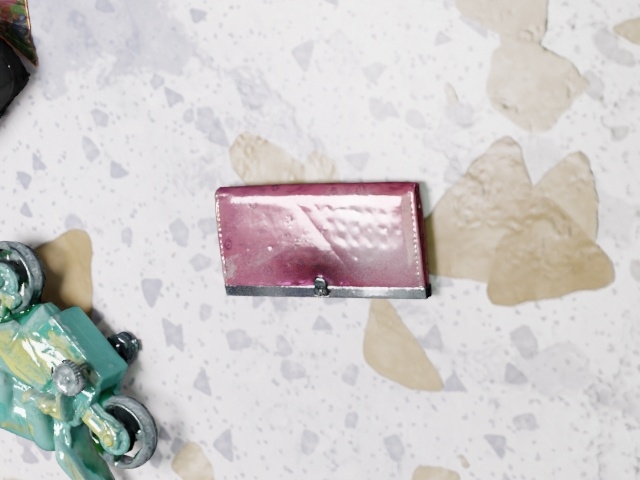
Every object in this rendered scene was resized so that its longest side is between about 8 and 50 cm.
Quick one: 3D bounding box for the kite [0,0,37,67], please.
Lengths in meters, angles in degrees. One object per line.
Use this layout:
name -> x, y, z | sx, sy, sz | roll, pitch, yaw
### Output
kite -> -0.343, -0.280, 1.871 | 0.159, 0.010, 0.190 | -3, 102, 28

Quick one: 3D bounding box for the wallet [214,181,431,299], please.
wallet -> 0.000, 0.000, 1.750 | 0.232, 0.025, 0.119 | -1, 102, 27

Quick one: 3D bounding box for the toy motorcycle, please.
toy motorcycle -> -0.308, 0.156, 1.910 | 0.296, 0.109, 0.198 | 48, 122, 11

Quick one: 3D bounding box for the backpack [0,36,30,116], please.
backpack -> -0.400, -0.159, 1.881 | 0.165, 0.106, 0.120 | -32, 96, 11
